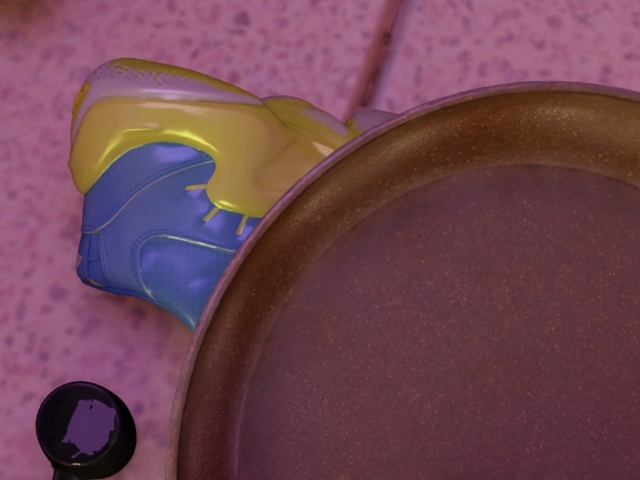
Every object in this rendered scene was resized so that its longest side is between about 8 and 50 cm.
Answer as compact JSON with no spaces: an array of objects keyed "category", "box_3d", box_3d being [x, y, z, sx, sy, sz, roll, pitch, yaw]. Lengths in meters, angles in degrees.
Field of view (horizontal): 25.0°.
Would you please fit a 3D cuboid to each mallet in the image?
[{"category":"mallet","box_3d":[-0.123,0.150,0.607,0.039,0.062,0.189,19,84,4]}]

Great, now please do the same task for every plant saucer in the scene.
[{"category":"plant saucer","box_3d":[0.091,0.092,0.591,0.310,0.050,0.310,0,89,-10]}]

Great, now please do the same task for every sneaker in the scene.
[{"category":"sneaker","box_3d":[0.000,0.000,0.654,0.240,0.091,0.126,12,97,-8]}]
